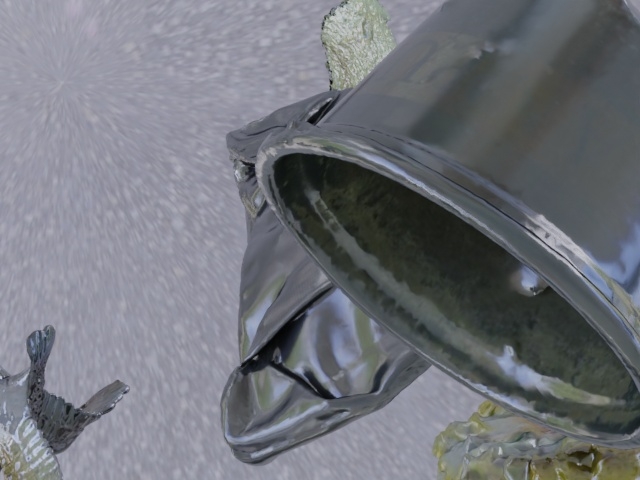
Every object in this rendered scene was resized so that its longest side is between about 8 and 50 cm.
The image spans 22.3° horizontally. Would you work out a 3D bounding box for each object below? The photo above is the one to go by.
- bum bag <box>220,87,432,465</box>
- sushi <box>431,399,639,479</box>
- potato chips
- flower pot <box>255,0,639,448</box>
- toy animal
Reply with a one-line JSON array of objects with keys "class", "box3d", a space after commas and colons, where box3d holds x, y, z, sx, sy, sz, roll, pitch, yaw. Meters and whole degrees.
[{"class": "bum bag", "box3d": [0.000, 0.000, 0.841, 0.123, 0.248, 0.060, -29, 134, 21]}, {"class": "sushi", "box3d": [0.301, 0.235, 1.461, 0.397, 0.351, 0.240, -13, 98, 16]}, {"class": "potato chips", "box3d": [0.046, -0.154, 1.471, 0.026, 0.209, 0.142, -28, 131, 31]}, {"class": "flower pot", "box3d": [0.072, -0.018, 0.536, 0.157, 0.157, 0.107, 42, 74, -10]}, {"class": "toy animal", "box3d": [-0.287, 0.173, 1.495, 0.197, 0.272, 0.160, -20, 101, 13]}]
